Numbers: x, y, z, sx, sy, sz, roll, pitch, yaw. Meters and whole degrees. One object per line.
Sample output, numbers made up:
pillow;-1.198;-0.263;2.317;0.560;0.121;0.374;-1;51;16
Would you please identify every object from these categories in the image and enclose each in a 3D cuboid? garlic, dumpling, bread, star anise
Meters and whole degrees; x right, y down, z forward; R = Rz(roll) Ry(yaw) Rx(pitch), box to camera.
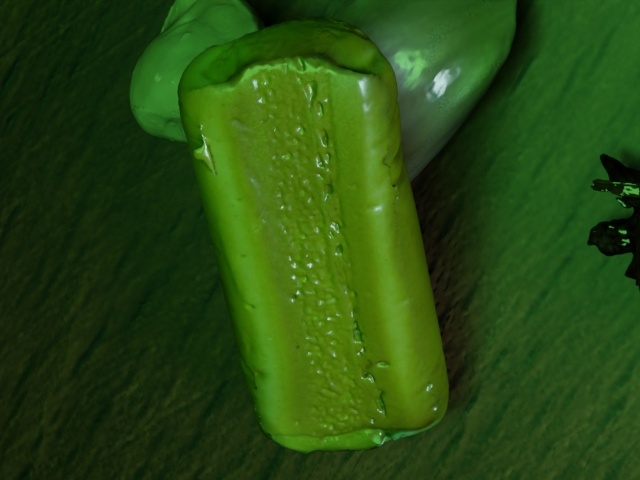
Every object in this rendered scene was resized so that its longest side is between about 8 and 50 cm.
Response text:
garlic;0.027;-0.103;1.438;0.143;0.112;0.318;45;120;7
dumpling;-0.094;-0.142;1.451;0.199;0.118;0.136;30;104;52
bread;0.000;0.000;1.381;0.166;0.112;0.383;-6;124;9
star anise;0.285;-0.010;1.369;0.168;0.057;0.168;3;103;12

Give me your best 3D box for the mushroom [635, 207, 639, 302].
mushroom;0.392;0.002;1.165;0.334;0.331;0.356;39;101;37
